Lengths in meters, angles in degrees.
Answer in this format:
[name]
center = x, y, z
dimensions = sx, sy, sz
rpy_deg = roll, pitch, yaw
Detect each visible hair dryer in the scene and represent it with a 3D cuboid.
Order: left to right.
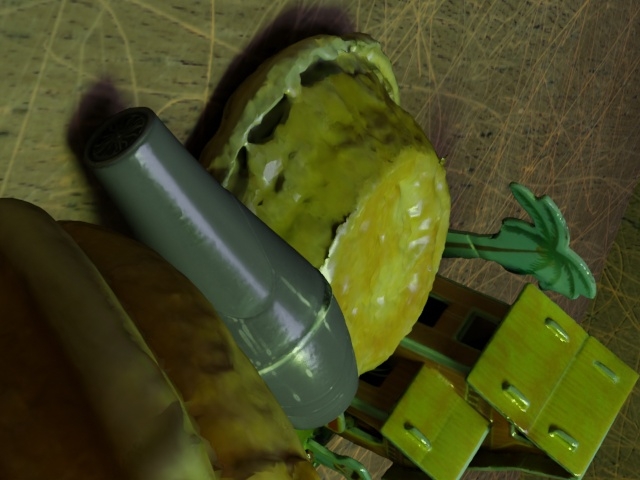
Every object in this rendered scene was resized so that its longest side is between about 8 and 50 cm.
[hair dryer]
center = -0.157, 0.109, 1.167
dimensions = 0.361, 0.121, 0.301
rpy_deg = -44, 124, -11

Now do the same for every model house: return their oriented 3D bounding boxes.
[model house]
center = 0.162, 0.134, 1.711
dimensions = 0.300, 0.323, 0.340
rpy_deg = -55, 157, -29

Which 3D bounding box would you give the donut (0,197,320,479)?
[donut]
center = -0.137, 0.175, 0.918
dimensions = 0.198, 0.449, 0.449
rpy_deg = -21, 139, -23

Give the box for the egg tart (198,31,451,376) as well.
[egg tart]
center = 0.000, 0.000, 1.411
dimensions = 0.388, 0.169, 0.388
rpy_deg = -44, 146, -40

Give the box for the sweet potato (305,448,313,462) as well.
[sweet potato]
center = -0.062, 0.320, 1.754
dimensions = 0.214, 0.050, 0.050
rpy_deg = -67, 160, 10
